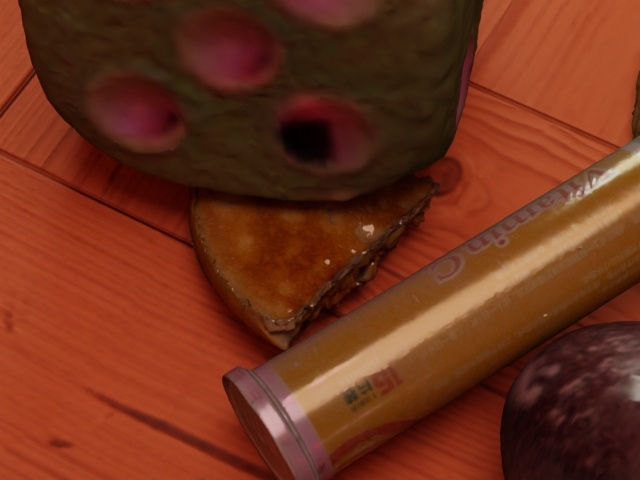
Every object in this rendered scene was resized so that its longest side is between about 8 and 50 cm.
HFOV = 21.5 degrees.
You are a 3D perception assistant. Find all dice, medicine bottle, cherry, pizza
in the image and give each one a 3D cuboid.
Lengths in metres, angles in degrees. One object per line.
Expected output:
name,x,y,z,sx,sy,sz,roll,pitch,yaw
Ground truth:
dice,-0.032,-0.244,1.242,0.318,0.330,0.322,8,46,7
medicine bottle,0.139,0.033,1.197,0.426,0.108,0.108,-30,64,-12
cherry,0.231,0.155,1.117,0.213,0.184,0.266,-21,38,-36
pizza,0.000,0.000,1.272,0.193,0.053,0.201,-8,47,-7

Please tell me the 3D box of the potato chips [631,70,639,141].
potato chips,0.311,-0.156,1.393,0.080,0.057,0.407,20,59,1
